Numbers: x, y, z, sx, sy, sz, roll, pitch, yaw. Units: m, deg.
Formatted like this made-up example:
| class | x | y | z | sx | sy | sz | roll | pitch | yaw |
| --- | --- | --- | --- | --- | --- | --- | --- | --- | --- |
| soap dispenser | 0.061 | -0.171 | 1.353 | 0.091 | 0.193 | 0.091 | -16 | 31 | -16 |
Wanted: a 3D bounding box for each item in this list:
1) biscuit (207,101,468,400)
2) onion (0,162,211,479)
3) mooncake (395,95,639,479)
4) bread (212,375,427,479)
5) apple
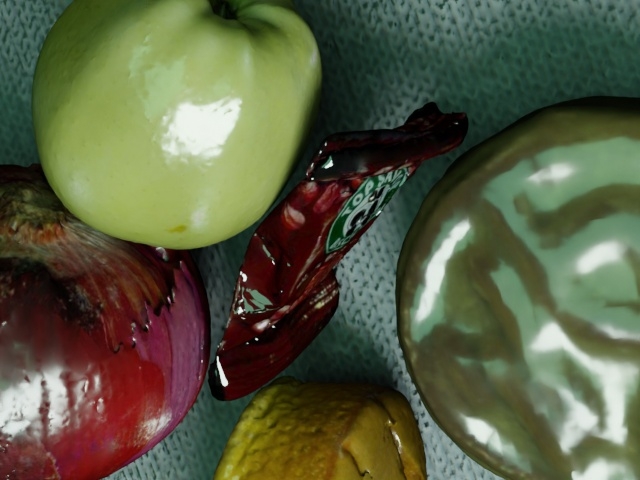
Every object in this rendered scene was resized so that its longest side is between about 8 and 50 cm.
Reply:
| class | x | y | z | sx | sy | sz | roll | pitch | yaw |
| --- | --- | --- | --- | --- | --- | --- | --- | --- | --- |
| biscuit | 0.004 | -0.001 | 0.802 | 0.063 | 0.151 | 0.235 | 41 | 129 | 10 |
| onion | -0.217 | 0.070 | 0.857 | 0.276 | 0.276 | 0.276 | 2 | 100 | 14 |
| mooncake | 0.195 | 0.041 | 0.801 | 0.285 | 0.155 | 0.284 | 3 | 102 | 15 |
| bread | -0.001 | 0.230 | 0.865 | 0.143 | 0.195 | 0.269 | 14 | 106 | 19 |
| apple | -0.091 | -0.090 | 0.759 | 0.200 | 0.200 | 0.200 | 2 | 100 | 14 |
